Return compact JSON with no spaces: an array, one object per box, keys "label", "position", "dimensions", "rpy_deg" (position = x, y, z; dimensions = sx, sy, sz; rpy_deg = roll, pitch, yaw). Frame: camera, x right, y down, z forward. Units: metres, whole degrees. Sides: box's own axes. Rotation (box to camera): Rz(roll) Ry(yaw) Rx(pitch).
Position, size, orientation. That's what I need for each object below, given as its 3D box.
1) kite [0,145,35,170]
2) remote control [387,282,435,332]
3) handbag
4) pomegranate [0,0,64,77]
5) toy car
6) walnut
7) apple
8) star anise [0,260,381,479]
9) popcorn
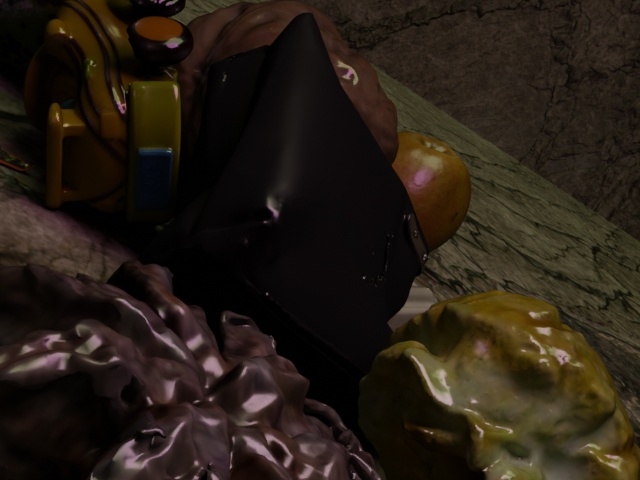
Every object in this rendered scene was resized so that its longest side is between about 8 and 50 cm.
[{"label":"kite","position":[-0.393,-0.153,0.937],"dimensions":[0.321,0.016,0.234],"rpy_deg":[38,15,9]},{"label":"remote control","position":[0.048,0.063,1.134],"dimensions":[0.090,0.049,0.230],"rpy_deg":[28,11,28]},{"label":"handbag","position":[0.000,0.000,0.942],"dimensions":[0.288,0.152,0.342],"rpy_deg":[51,30,-28]},{"label":"pomegranate","position":[-0.275,-0.300,1.153],"dimensions":[0.254,0.271,0.254],"rpy_deg":[5,47,-5]},{"label":"toy car","position":[-0.194,-0.125,0.998],"dimensions":[0.142,0.200,0.248],"rpy_deg":[-1,36,-14]},{"label":"walnut","position":[-0.048,-0.132,1.193],"dimensions":[0.273,0.273,0.227],"rpy_deg":[18,65,-46]},{"label":"apple","position":[0.115,-0.067,1.479],"dimensions":[0.182,0.155,0.182],"rpy_deg":[34,17,-12]},{"label":"star anise","position":[-0.077,0.111,0.634],"dimensions":[0.331,0.118,0.332],"rpy_deg":[37,11,-9]},{"label":"popcorn","position":[0.124,0.147,0.787],"dimensions":[0.183,0.204,0.221],"rpy_deg":[-15,77,-24]}]
